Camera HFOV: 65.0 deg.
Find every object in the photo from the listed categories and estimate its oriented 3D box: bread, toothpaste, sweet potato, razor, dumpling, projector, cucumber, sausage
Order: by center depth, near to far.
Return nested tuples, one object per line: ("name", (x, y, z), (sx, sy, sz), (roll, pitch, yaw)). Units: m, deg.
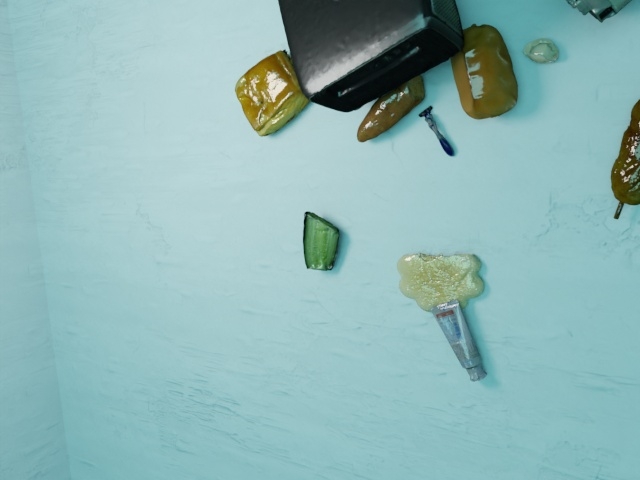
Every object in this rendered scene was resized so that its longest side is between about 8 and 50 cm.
("bread", (0.741, -0.207, 1.135), (0.124, 0.084, 0.343), (22, 110, 25))
("dumpling", (0.542, -0.465, 1.225), (0.077, 0.043, 0.059), (22, 93, 41))
("sausage", (0.406, -0.424, 1.263), (0.136, 0.120, 0.241), (-19, 92, -7))
("projector", (0.116, -0.587, 1.274), (0.395, 0.242, 0.404), (-21, 78, 35))
("razor", (0.324, -0.297, 1.388), (0.044, 0.028, 0.154), (-33, 82, 30))
("sweet potato", (0.190, -0.365, 1.412), (0.252, 0.097, 0.097), (-41, 78, 28))
("toothpaste", (0.400, 0.286, 1.430), (0.089, 0.057, 0.234), (-26, 91, 34))
("bread", (0.342, 0.123, 1.452), (0.251, 0.039, 0.181), (-1, 98, 30))
("bread", (-0.159, -0.467, 1.590), (0.235, 0.099, 0.210), (-31, 83, 31))
("cucumber", (0.000, 0.000, 1.601), (0.116, 0.085, 0.192), (2, 106, -3))

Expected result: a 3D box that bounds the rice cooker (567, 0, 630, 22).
("rice cooker", (0.614, -0.631, 1.024), (0.317, 0.264, 0.316), (2, 93, 40))
